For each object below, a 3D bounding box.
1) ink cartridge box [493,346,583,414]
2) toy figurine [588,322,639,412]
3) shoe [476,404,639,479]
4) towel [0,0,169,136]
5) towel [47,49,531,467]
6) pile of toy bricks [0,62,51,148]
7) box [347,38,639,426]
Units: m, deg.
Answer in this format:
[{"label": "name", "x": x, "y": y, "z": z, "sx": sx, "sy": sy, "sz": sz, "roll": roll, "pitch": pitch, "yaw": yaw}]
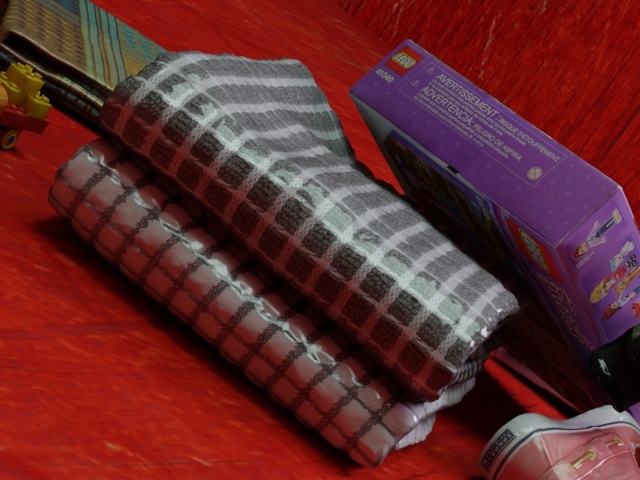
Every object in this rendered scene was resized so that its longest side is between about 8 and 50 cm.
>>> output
[{"label": "ink cartridge box", "x": 0.258, "y": 0.117, "z": 1.431, "sx": 0.208, "sy": 0.045, "sz": 0.206, "roll": 33, "pitch": 16, "yaw": 18}, {"label": "toy figurine", "x": 0.273, "y": 0.129, "z": 1.048, "sx": 0.209, "sy": 0.148, "sz": 0.213, "roll": 49, "pitch": 15, "yaw": -42}, {"label": "shoe", "x": 0.165, "y": 0.146, "z": 1.081, "sx": 0.081, "sy": 0.063, "sz": 0.178, "roll": 44, "pitch": 18, "yaw": 28}, {"label": "towel", "x": -0.075, "y": -0.073, "z": 1.342, "sx": 0.370, "sy": 0.040, "sz": 0.271, "roll": 31, "pitch": 11, "yaw": -16}, {"label": "towel", "x": 0.000, "y": 0.000, "z": 1.029, "sx": 0.235, "sy": 0.121, "sz": 0.284, "roll": 38, "pitch": 11, "yaw": 7}, {"label": "pile of toy bricks", "x": -0.209, "y": -0.123, "z": 0.948, "sx": 0.118, "sy": 0.105, "sz": 0.212, "roll": 40, "pitch": 11, "yaw": 20}, {"label": "box", "x": 0.145, "y": 0.019, "z": 1.184, "sx": 0.201, "sy": 0.057, "sz": 0.293, "roll": 41, "pitch": -11, "yaw": 40}]
